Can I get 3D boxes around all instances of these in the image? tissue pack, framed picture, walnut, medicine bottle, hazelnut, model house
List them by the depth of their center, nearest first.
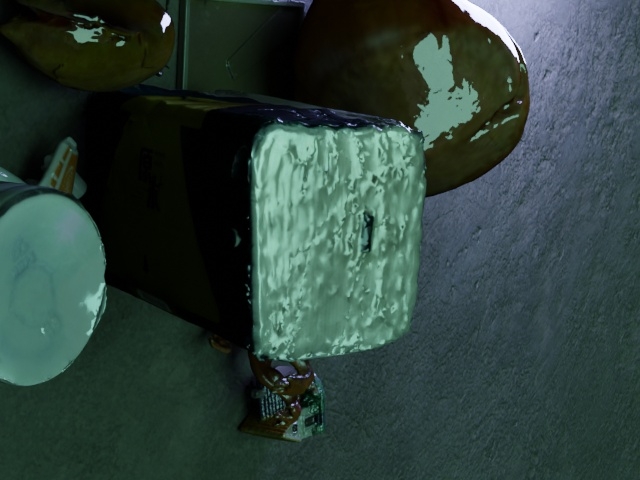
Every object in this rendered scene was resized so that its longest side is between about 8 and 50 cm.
[{"bbox_3d":[-0.393,0.027,1.397,0.190,0.332,0.190,-14,107,-55],"label":"medicine bottle"},{"bbox_3d":[-0.268,-0.241,1.658,0.245,0.137,0.137,-5,102,-51],"label":"walnut"},{"bbox_3d":[-0.092,-0.040,1.672,0.253,0.416,0.264,-4,104,-33],"label":"tissue pack"},{"bbox_3d":[-0.107,-0.245,1.952,0.250,0.016,0.184,-9,104,-51],"label":"framed picture"},{"bbox_3d":[0.117,-0.228,2.004,0.315,0.372,0.372,-34,140,13],"label":"hazelnut"},{"bbox_3d":[-0.056,0.243,2.066,0.100,0.088,0.101,-15,106,-51],"label":"model house"}]

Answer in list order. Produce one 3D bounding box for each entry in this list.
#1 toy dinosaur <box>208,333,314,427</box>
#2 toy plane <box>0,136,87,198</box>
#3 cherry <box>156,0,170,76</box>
[{"bbox_3d":[-0.052,0.152,2.004,0.432,0.097,0.208,19,46,-50],"label":"toy dinosaur"},{"bbox_3d":[-0.350,-0.017,1.611,0.244,0.117,0.245,-13,106,-51],"label":"toy plane"},{"bbox_3d":[-0.193,-0.312,1.757,0.090,0.107,0.225,-15,113,-29],"label":"cherry"}]
